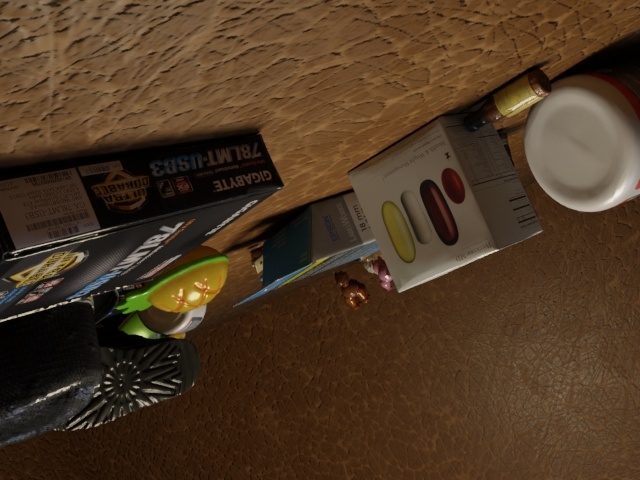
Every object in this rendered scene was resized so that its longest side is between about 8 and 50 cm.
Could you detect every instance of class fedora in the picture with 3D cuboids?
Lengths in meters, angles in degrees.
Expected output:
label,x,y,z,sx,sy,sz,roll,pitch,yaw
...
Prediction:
label,x,y,z,sx,sy,sz,roll,pitch,yaw
fedora,-0.401,0.169,0.936,0.333,0.153,0.334,-24,160,-9

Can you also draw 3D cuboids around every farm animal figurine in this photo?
label,x,y,z,sx,sy,sz,roll,pitch,yaw
farm animal figurine,0.172,0.014,1.934,0.330,0.172,0.326,-38,178,37

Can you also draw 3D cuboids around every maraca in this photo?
label,x,y,z,sx,sy,sz,roll,pitch,yaw
maraca,-0.228,0.068,1.157,0.185,0.099,0.127,-25,164,-8

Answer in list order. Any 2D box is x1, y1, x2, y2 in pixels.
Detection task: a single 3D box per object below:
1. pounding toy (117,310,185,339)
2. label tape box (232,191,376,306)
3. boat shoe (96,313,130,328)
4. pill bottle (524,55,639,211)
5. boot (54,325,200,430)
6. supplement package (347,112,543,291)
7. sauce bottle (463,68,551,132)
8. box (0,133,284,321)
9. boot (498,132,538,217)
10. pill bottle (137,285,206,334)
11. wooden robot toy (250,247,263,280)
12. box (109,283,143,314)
label,x,y,z,sx,sy,sz,roll,pitch,yaw
pounding toy,-0.348,0.216,1.645,0.183,0.110,0.237,-56,164,26
label tape box,0.000,0.000,1.387,0.333,0.106,0.240,-19,173,-29
boat shoe,-0.453,0.190,1.675,0.065,0.075,0.206,-66,167,-3
pill bottle,0.522,-0.190,1.191,0.362,0.210,0.210,-19,173,-30
boot,-0.412,0.228,1.279,0.260,0.131,0.347,1,179,41
supplement package,0.186,-0.058,1.126,0.194,0.203,0.149,-29,171,41
sauce bottle,0.253,-0.189,1.019,0.128,0.042,0.042,-27,173,41
box,-0.233,0.001,0.746,0.293,0.073,0.295,-15,171,-45
boot,0.301,-0.083,1.431,0.085,0.179,0.236,-19,172,-33
pill bottle,-0.279,0.126,1.435,0.107,0.108,0.180,-23,173,0
wooden robot toy,-0.107,0.029,1.553,0.079,0.076,0.173,15,-163,33
box,-0.415,0.126,1.202,0.220,0.051,0.175,-24,175,12
